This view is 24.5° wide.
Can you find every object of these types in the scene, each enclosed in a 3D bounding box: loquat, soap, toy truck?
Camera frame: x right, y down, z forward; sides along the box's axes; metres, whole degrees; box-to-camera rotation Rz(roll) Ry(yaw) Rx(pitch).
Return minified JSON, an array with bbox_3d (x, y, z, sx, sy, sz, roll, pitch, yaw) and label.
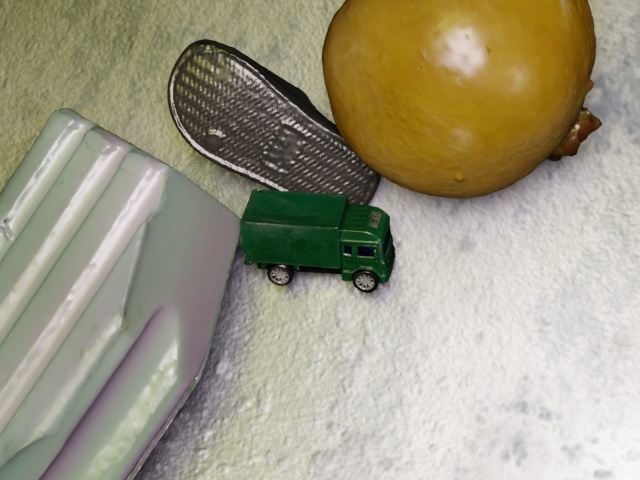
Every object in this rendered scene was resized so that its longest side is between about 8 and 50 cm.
[{"bbox_3d":[0.141,-0.169,1.392,0.274,0.275,0.275,-3,76,10],"label":"loquat"},{"bbox_3d":[-0.265,0.117,1.415,0.261,0.156,0.446,29,82,41],"label":"soap"},{"bbox_3d":[0.000,0.000,1.463,0.147,0.079,0.065,5,37,10],"label":"toy truck"}]

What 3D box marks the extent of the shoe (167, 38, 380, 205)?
[{"bbox_3d":[-0.049,-0.110,1.510,0.241,0.093,0.108,33,102,-5],"label":"shoe"}]
